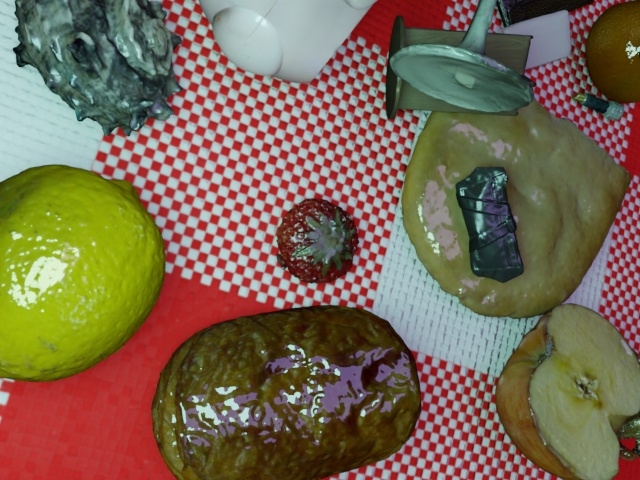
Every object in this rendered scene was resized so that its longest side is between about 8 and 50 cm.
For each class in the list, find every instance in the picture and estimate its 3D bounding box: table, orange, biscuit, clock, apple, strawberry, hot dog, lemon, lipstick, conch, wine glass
[{"bbox_3d":[0.230,-0.280,1.104,0.226,0.167,0.167,3,83,-2],"label":"table"},{"bbox_3d":[0.625,-0.374,1.317,0.205,0.206,0.206,3,84,-24],"label":"orange"},{"bbox_3d":[0.346,-0.082,1.209,0.429,0.104,0.446,40,71,-15],"label":"biscuit"},{"bbox_3d":[-0.016,-0.420,0.938,0.250,0.376,0.368,38,71,-11],"label":"clock"},{"bbox_3d":[0.413,0.273,1.171,0.251,0.163,0.293,45,56,-5],"label":"apple"},{"bbox_3d":[0.000,0.000,1.057,0.145,0.086,0.145,2,84,-22],"label":"strawberry"},{"bbox_3d":[-0.048,0.235,0.970,0.387,0.174,0.267,-9,86,-15],"label":"hot dog"},{"bbox_3d":[-0.332,0.045,0.817,0.253,0.253,0.310,47,69,-13],"label":"lemon"},{"bbox_3d":[0.569,-0.282,1.369,0.116,0.037,0.037,17,78,-17],"label":"lipstick"},{"bbox_3d":[-0.296,-0.287,0.913,0.240,0.186,0.313,-28,80,-48],"label":"conch"},{"bbox_3d":[0.258,-0.404,0.929,0.267,0.267,0.407,19,89,-21],"label":"wine glass"}]

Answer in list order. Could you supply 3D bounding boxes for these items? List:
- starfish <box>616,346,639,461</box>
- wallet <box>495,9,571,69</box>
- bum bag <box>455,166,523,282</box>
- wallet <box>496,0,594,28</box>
[{"bbox_3d":[0.622,0.301,1.194,0.112,0.303,0.312,3,91,-22],"label":"starfish"},{"bbox_3d":[0.418,-0.387,1.301,0.189,0.033,0.095,-24,112,-24],"label":"wallet"},{"bbox_3d":[0.280,-0.025,1.102,0.087,0.049,0.198,-12,97,11],"label":"bum bag"},{"bbox_3d":[0.447,-0.508,1.333,0.243,0.039,0.133,-25,100,-21],"label":"wallet"}]
